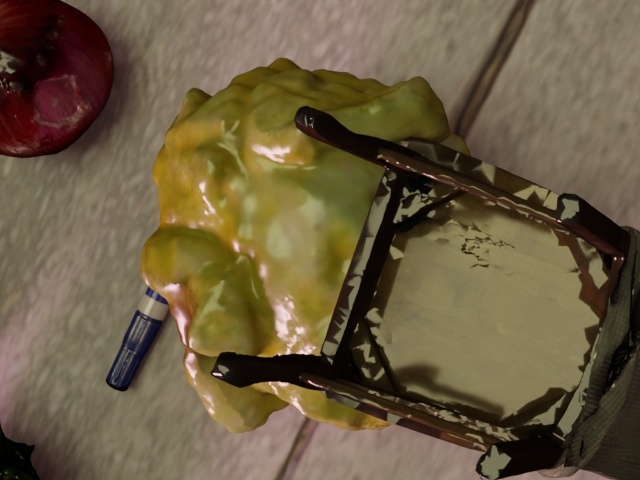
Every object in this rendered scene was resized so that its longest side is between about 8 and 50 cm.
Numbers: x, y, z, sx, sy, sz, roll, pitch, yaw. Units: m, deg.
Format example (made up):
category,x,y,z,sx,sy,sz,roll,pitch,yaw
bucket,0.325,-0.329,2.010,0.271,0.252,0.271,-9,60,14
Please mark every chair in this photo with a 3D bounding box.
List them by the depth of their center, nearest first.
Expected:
category,x,y,z,sx,sy,sz,roll,pitch,yaw
chair,0.101,0.041,0.831,0.186,0.319,0.160,19,92,25

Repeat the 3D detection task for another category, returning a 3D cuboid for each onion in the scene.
category,x,y,z,sx,sy,sz,roll,pitch,yaw
onion,-0.221,-0.123,1.138,0.131,0.131,0.131,-3,83,27

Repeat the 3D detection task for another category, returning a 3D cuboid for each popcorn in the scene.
category,x,y,z,sx,sy,sz,roll,pitch,yaw
popcorn,0.000,0.000,0.969,0.255,0.195,0.256,-41,86,23

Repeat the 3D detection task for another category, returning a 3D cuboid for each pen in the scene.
category,x,y,z,sx,sy,sz,roll,pitch,yaw
pen,-0.108,0.018,1.112,0.025,0.025,0.204,30,98,27

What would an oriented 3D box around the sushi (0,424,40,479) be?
category,x,y,z,sx,sy,sz,roll,pitch,yaw
sushi,-0.273,0.182,1.107,0.140,0.149,0.287,-30,96,48
